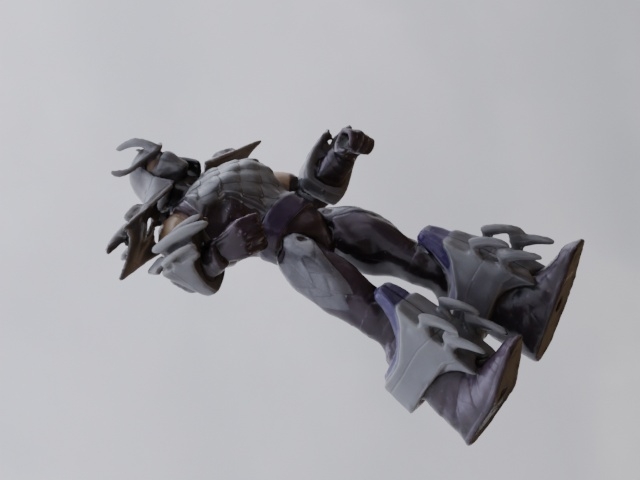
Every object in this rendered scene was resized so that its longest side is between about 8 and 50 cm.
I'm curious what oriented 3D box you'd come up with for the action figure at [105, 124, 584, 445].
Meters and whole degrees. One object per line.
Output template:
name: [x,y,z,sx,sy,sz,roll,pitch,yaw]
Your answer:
action figure: [0.000,0.000,1.007,0.185,0.285,0.099,-46,-26,-45]
